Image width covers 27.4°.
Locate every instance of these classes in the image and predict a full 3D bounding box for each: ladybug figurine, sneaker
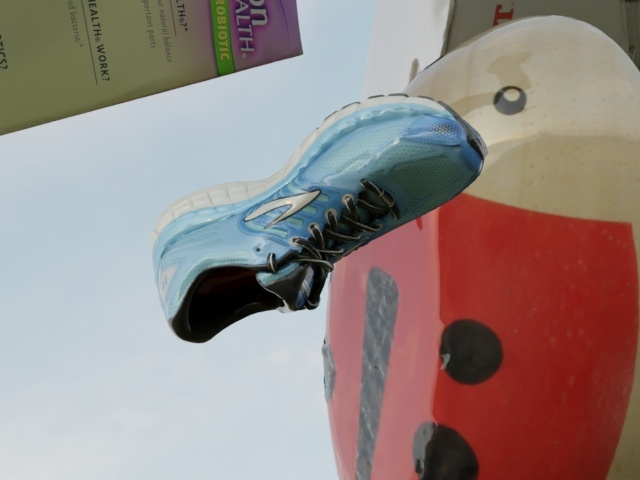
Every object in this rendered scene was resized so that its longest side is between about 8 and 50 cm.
[{"bbox_3d":[0.108,0.070,0.912,0.162,0.305,0.449,-6,-72,-28],"label":"ladybug figurine"},{"bbox_3d":[0.000,0.000,0.554,0.162,0.073,0.063,-28,-52,22],"label":"sneaker"}]

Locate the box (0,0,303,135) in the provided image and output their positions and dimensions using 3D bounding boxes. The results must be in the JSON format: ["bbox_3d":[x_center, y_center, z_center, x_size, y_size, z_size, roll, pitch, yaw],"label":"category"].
[{"bbox_3d":[-0.152,-0.193,0.780,0.243,0.117,0.213,-19,-66,-28],"label":"box"}]

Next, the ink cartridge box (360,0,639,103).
[{"bbox_3d":[0.249,-0.165,1.209,0.395,0.166,0.285,-7,-50,-18],"label":"ink cartridge box"}]
